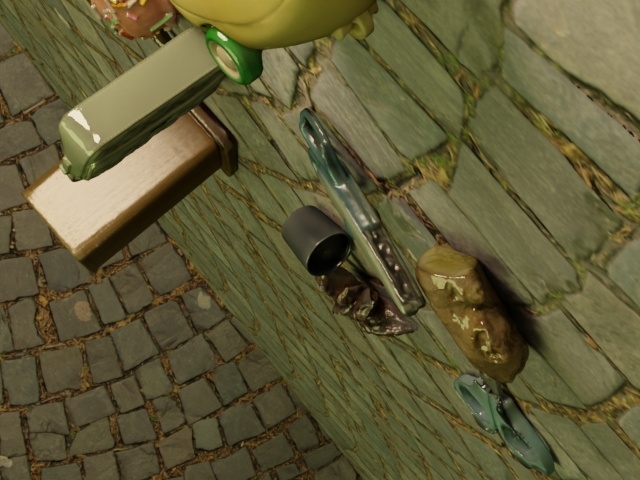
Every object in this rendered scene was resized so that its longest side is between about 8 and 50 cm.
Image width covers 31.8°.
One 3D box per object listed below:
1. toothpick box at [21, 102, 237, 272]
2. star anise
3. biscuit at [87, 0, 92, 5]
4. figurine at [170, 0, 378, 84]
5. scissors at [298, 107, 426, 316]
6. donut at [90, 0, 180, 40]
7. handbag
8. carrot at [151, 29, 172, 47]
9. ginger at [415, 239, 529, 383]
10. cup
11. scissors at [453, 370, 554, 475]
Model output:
[{"bbox_3d":[-0.309,-0.107,1.830,0.187,0.308,0.190,49,171,5],"label":"toothpick box"},{"bbox_3d":[0.055,0.092,1.672,0.195,0.065,0.182,45,171,-22],"label":"star anise"},{"bbox_3d":[-0.373,-0.419,1.763,0.133,0.027,0.184,46,170,11],"label":"biscuit"},{"bbox_3d":[-0.052,-0.247,0.876,0.222,0.124,0.324,57,164,-18],"label":"figurine"},{"bbox_3d":[0.044,-0.028,1.278,0.138,0.041,0.289,74,170,-55],"label":"scissors"},{"bbox_3d":[-0.269,-0.349,1.452,0.199,0.085,0.233,39,166,40],"label":"donut"},{"bbox_3d":[-0.239,-0.165,1.503,0.079,0.256,0.219,50,162,3],"label":"handbag"},{"bbox_3d":[-0.274,-0.342,1.603,0.254,0.049,0.049,47,169,-5],"label":"carrot"},{"bbox_3d":[0.174,0.094,1.224,0.213,0.074,0.137,61,-179,-33],"label":"ginger"},{"bbox_3d":[0.000,0.000,1.614,0.100,0.078,0.077,16,-155,-49],"label":"cup"},{"bbox_3d":[0.221,0.190,1.472,0.191,0.029,0.360,43,167,36],"label":"scissors"}]
